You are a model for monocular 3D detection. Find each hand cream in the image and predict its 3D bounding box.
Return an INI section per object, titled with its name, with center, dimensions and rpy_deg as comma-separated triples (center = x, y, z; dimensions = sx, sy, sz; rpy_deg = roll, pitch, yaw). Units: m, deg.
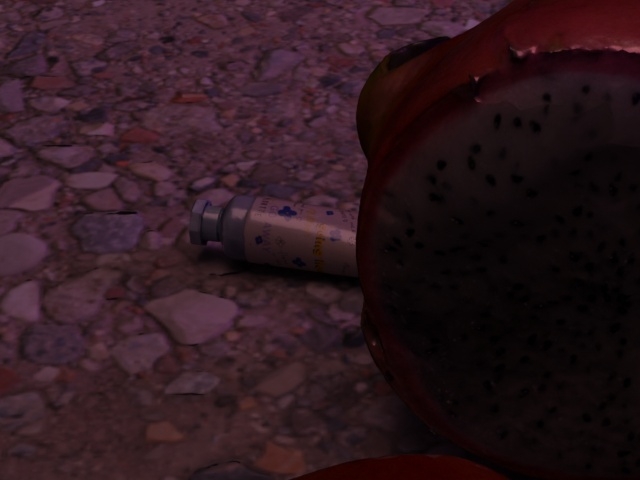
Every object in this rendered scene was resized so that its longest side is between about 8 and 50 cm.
[hand cream]
center = 0.000, 0.000, 1.043
dimensions = 0.171, 0.043, 0.065
rpy_deg = 9, 37, 9

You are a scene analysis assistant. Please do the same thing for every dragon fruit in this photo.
[dragon fruit]
center = 0.158, -0.027, 0.864
dimensions = 0.291, 0.290, 0.189
rpy_deg = 3, 34, 9

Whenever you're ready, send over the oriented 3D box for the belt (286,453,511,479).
[belt]
center = -0.022, 0.217, 0.564
dimensions = 0.324, 0.227, 0.115
rpy_deg = -29, 37, -13
